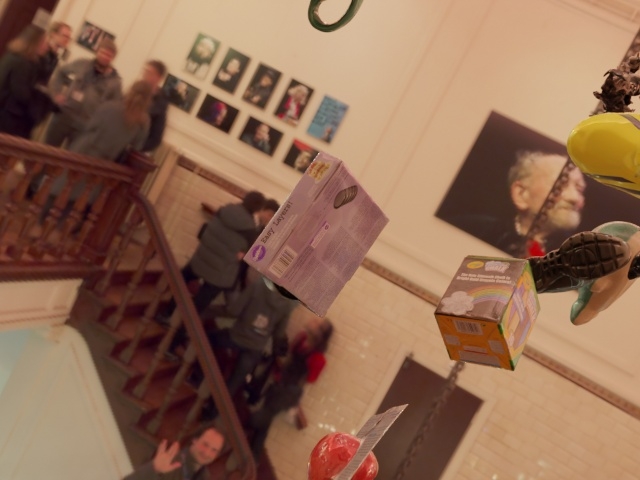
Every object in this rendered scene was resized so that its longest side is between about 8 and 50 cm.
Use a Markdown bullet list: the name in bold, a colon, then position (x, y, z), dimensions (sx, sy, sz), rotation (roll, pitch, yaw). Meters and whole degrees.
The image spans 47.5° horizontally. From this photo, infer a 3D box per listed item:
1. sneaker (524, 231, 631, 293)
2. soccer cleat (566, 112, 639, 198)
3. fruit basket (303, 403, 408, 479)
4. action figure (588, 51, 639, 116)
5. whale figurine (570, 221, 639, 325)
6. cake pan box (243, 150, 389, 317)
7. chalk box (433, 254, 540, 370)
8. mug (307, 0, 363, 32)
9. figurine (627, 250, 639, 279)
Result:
- **sneaker**: position (0.529, 0.050, 1.517), dimensions (0.106, 0.101, 0.267), rotation (9, -20, -37)
- **soccer cleat**: position (0.420, -0.063, 0.821), dimensions (0.289, 0.093, 0.121), rotation (25, 22, -4)
- **fruit basket**: position (0.011, 0.416, 1.153), dimensions (0.165, 0.353, 0.327), rotation (44, -16, 8)
- **action figure**: position (0.761, -0.382, 1.728), dimensions (0.164, 0.275, 0.141), rotation (4, 39, -30)
- **whale figurine**: position (0.665, 0.073, 1.728), dimensions (0.141, 0.272, 0.216), rotation (41, 34, 26)
- **cake pan box**: position (0.000, 0.000, 1.412), dimensions (0.070, 0.267, 0.246), rotation (29, -7, 39)
- **chalk box**: position (0.326, 0.117, 1.372), dimensions (0.132, 0.213, 0.132), rotation (5, -48, 37)
- **mug**: position (0.023, -0.330, 0.811), dimensions (0.097, 0.129, 0.157), rotation (3, -36, 20)
- **figurine**: position (0.730, 0.013, 1.434), dimensions (0.092, 0.209, 0.215), rotation (4, 16, -40)
